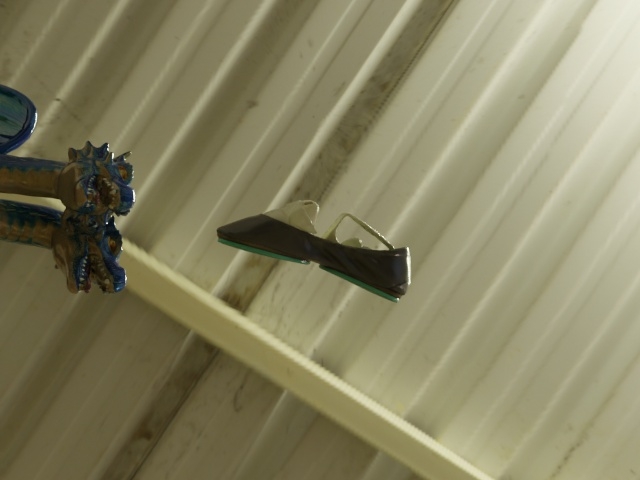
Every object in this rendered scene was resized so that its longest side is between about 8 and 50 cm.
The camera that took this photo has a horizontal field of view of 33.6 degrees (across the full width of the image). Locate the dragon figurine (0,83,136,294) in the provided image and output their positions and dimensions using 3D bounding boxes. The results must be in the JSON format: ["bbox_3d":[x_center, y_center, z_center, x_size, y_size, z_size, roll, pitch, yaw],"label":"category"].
[{"bbox_3d":[-0.209,-0.044,0.574,0.144,0.289,0.085,1,-71,-42],"label":"dragon figurine"}]

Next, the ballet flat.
[{"bbox_3d":[0.000,0.000,1.037,0.203,0.074,0.074,19,-84,-16],"label":"ballet flat"}]
